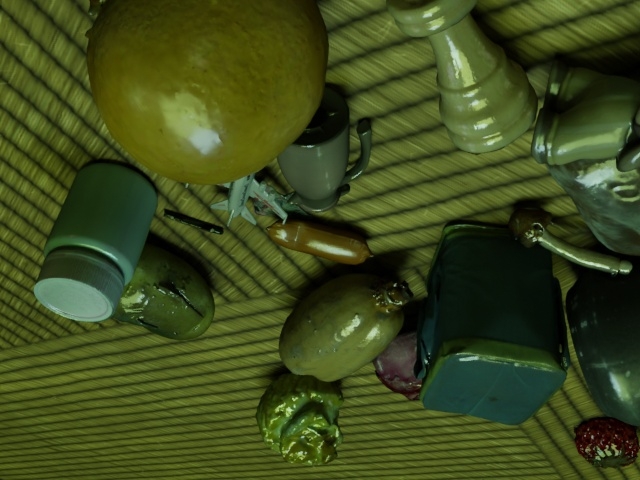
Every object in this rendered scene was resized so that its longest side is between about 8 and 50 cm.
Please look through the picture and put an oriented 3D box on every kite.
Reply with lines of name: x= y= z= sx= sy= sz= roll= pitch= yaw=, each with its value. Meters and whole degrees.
kite: x=-0.058 y=-0.068 z=1.212 sx=0.137 sy=0.005 sz=0.152 roll=34 pitch=138 yaw=-31

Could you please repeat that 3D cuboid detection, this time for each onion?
onion: x=0.204 y=0.246 z=1.469 sx=0.227 sy=0.120 sz=0.283 roll=5 pitch=160 yaw=-23

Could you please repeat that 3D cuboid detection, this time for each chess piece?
chess piece: x=0.114 y=-0.261 z=0.804 sx=0.117 sy=0.117 sz=0.397 roll=-13 pitch=138 yaw=29

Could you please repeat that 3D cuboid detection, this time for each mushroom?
mushroom: x=0.367 y=0.003 z=1.133 sx=0.187 sy=0.061 sz=0.060 roll=25 pitch=151 yaw=4

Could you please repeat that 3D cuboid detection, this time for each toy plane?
toy plane: x=-0.119 y=-0.082 z=1.151 sx=0.162 sy=0.065 sz=0.171 roll=21 pitch=140 yaw=-3

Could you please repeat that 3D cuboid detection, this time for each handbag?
handbag: x=0.268 y=0.138 z=1.220 sx=0.222 sy=0.241 sz=0.263 roll=8 pitch=147 yaw=2

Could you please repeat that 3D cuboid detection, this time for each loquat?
loquat: x=-0.132 y=-0.195 z=0.830 sx=0.275 sy=0.275 sz=0.275 roll=7 pitch=145 yaw=5

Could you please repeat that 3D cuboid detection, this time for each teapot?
teapot: x=0.578 y=0.127 z=1.153 sx=0.344 sy=0.253 sz=0.300 roll=-19 pitch=169 yaw=28

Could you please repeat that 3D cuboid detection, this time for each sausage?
sausage: x=0.000 y=0.000 z=1.252 sx=0.183 sy=0.054 sz=0.062 roll=13 pitch=124 yaw=-2

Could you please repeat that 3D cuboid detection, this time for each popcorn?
popcorn: x=-0.044 y=0.395 z=1.718 sx=0.204 sy=0.183 sz=0.221 roll=-8 pitch=130 yaw=3

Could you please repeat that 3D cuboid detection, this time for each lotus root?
lotus root: x=0.047 y=0.144 z=1.364 sx=0.169 sy=0.151 sz=0.342 roll=19 pitch=140 yaw=-24

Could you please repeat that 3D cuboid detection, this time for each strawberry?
strawberry: x=0.641 y=0.459 z=1.715 sx=0.145 sy=0.086 sz=0.145 roll=5 pitch=145 yaw=4

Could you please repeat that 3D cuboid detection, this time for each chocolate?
chocolate: x=0.424 y=-0.053 z=1.049 sx=0.157 sy=0.080 sz=0.254 roll=-18 pitch=136 yaw=34

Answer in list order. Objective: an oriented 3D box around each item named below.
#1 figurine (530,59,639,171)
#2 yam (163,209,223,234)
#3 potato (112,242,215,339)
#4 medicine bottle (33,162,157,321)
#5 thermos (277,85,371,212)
figurine: x=0.435 y=-0.103 z=0.862 sx=0.380 sy=0.248 sz=0.203 roll=18 pitch=133 yaw=13
yam: x=-0.216 y=-0.029 z=1.298 sx=0.107 sy=0.014 sz=0.014 roll=19 pitch=144 yaw=-12
potato: x=-0.298 y=0.096 z=1.383 sx=0.169 sy=0.143 sz=0.248 roll=-10 pitch=142 yaw=42
medicine bottle: x=-0.346 y=0.000 z=1.188 sx=0.139 sy=0.225 sz=0.139 roll=6 pitch=143 yaw=5
thermos: x=0.007 y=-0.117 z=1.058 sx=0.137 sy=0.105 sz=0.193 roll=-22 pitch=149 yaw=-9
